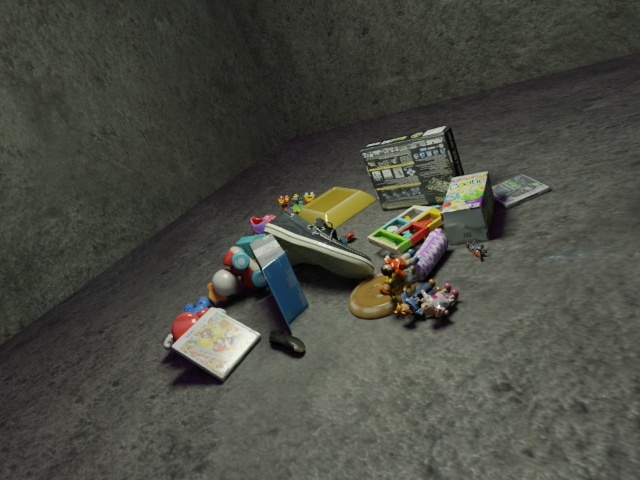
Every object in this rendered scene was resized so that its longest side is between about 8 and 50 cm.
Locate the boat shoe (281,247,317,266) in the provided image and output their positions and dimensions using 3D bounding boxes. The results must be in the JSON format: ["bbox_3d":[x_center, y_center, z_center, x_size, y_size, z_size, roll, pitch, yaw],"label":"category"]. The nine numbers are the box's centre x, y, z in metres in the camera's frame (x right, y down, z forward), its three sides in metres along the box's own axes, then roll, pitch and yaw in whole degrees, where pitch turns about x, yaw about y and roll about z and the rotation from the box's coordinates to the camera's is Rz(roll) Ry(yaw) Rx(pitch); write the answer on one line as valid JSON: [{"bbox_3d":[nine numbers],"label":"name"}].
[{"bbox_3d":[-0.073,0.045,1.893,0.302,0.114,0.091,-7,33,29],"label":"boat shoe"}]

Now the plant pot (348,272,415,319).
[{"bbox_3d":[0.200,0.174,1.480,0.236,0.032,0.236,-20,24,9],"label":"plant pot"}]

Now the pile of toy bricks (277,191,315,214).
[{"bbox_3d":[-0.130,-0.191,2.467,0.212,0.118,0.105,-6,54,1],"label":"pile of toy bricks"}]

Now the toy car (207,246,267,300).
[{"bbox_3d":[-0.359,0.169,1.849,0.238,0.210,0.219,-48,16,-6],"label":"toy car"}]

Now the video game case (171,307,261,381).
[{"bbox_3d":[-0.356,0.349,1.518,0.226,0.026,0.206,24,46,21],"label":"video game case"}]

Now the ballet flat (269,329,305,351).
[{"bbox_3d":[-0.108,0.334,1.438,0.057,0.049,0.173,12,-1,-40],"label":"ballet flat"}]

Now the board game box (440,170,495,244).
[{"bbox_3d":[0.549,-0.123,1.627,0.144,0.142,0.275,-9,29,31],"label":"board game box"}]

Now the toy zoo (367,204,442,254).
[{"bbox_3d":[0.346,-0.056,1.680,0.293,0.030,0.192,-33,26,-15],"label":"toy zoo"}]

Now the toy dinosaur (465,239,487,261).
[{"bbox_3d":[0.514,0.030,1.477,0.090,0.047,0.082,-50,15,-26],"label":"toy dinosaur"}]

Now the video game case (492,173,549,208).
[{"bbox_3d":[0.760,-0.195,1.726,0.173,0.022,0.190,-23,24,2],"label":"video game case"}]

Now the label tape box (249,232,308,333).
[{"bbox_3d":[-0.142,0.144,1.603,0.105,0.241,0.334,-26,25,-9],"label":"label tape box"}]

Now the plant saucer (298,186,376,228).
[{"bbox_3d":[0.063,-0.180,2.266,0.332,0.081,0.332,-35,27,-22],"label":"plant saucer"}]

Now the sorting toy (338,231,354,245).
[{"bbox_3d":[0.107,-0.001,1.920,0.102,0.042,0.061,-27,6,24],"label":"sorting toy"}]

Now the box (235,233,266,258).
[{"bbox_3d":[-0.286,0.026,2.142,0.244,0.101,0.060,-9,30,32],"label":"box"}]

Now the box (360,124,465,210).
[{"bbox_3d":[0.402,-0.297,1.901,0.394,0.318,0.097,-5,30,39],"label":"box"}]

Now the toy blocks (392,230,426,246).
[{"bbox_3d":[0.325,-0.011,1.713,0.148,0.054,0.123,-21,25,8],"label":"toy blocks"}]

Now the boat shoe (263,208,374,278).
[{"bbox_3d":[0.000,0.000,1.686,0.500,0.187,0.156,23,69,34],"label":"boat shoe"}]

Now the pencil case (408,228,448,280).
[{"bbox_3d":[0.364,0.050,1.514,0.086,0.088,0.206,3,35,42],"label":"pencil case"}]

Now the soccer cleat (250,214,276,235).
[{"bbox_3d":[-0.234,-0.084,2.297,0.318,0.116,0.109,-7,29,34],"label":"soccer cleat"}]

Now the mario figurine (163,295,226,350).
[{"bbox_3d":[-0.485,0.342,1.713,0.198,0.170,0.320,-60,11,9],"label":"mario figurine"}]

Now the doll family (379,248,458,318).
[{"bbox_3d":[0.276,0.159,1.341,0.163,0.118,0.263,-24,54,-31],"label":"doll family"}]
